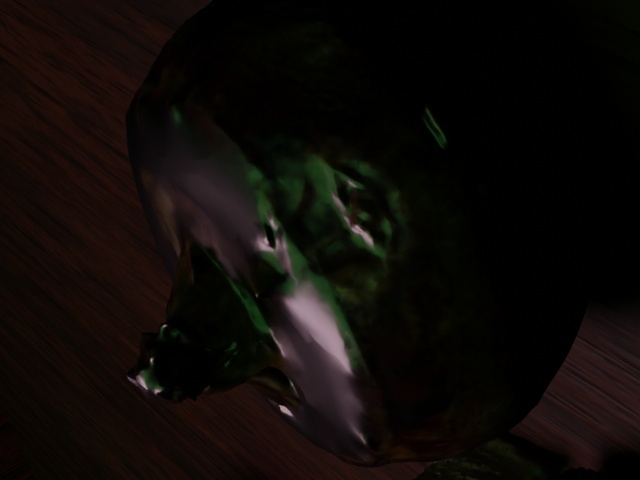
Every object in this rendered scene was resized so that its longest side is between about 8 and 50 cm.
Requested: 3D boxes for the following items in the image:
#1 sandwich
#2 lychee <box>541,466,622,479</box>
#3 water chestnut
[{"bbox_3d":[0.121,0.224,1.402,0.088,0.090,0.244,47,156,22],"label":"sandwich"},{"bbox_3d":[0.181,0.261,1.212,0.165,0.165,0.197,158,124,-69],"label":"lychee"},{"bbox_3d":[0.000,0.000,1.082,0.350,0.302,0.350,50,161,23],"label":"water chestnut"}]
